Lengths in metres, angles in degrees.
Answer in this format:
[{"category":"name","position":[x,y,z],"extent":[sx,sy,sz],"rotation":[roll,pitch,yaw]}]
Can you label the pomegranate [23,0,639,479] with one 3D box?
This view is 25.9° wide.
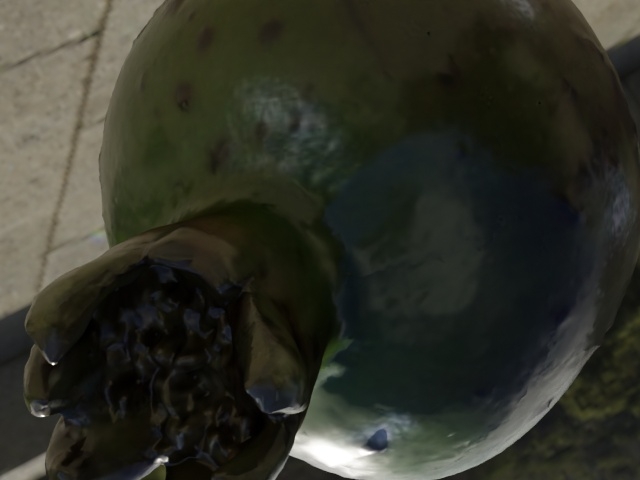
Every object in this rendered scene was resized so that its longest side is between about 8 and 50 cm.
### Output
[{"category":"pomegranate","position":[0.009,0.012,0.562],"extent":[0.242,0.242,0.306],"rotation":[-41,-159,48]}]
